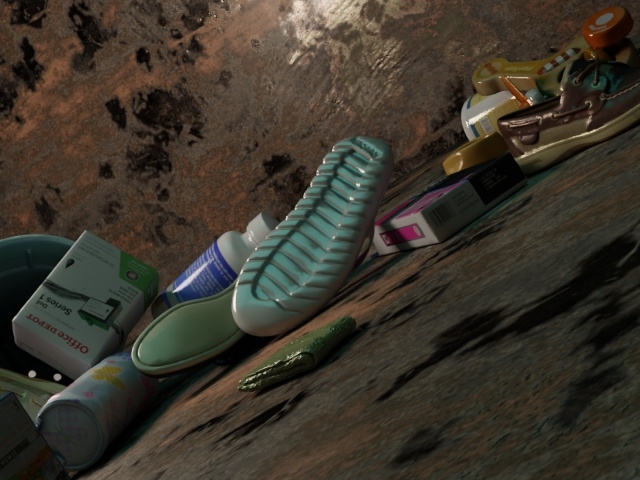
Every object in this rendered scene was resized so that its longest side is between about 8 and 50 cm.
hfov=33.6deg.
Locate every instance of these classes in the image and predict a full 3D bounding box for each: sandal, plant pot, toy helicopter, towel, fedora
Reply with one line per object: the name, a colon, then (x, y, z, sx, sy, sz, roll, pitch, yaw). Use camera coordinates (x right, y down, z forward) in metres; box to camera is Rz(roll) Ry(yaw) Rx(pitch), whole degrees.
sandal: (0.012, 0.005, 1.755, 0.169, 0.102, 0.416, 20, 62, 31)
plant pot: (-0.535, 0.217, 2.017, 0.341, 0.341, 0.334, -34, -19, -27)
toy helicopter: (0.396, -0.280, 1.879, 0.235, 0.140, 0.355, -49, 31, -21)
towel: (-0.028, 0.141, 1.299, 0.148, 0.027, 0.110, -31, 3, 42)
fedora: (0.291, -0.145, 1.955, 0.194, 0.079, 0.194, -33, 3, 2)

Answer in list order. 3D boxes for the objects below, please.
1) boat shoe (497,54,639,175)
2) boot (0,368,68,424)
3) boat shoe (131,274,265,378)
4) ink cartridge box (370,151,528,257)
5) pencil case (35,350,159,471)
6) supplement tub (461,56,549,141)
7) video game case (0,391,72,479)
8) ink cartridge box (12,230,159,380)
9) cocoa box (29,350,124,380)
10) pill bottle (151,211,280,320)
boat shoe: (0.403, -0.214, 1.581, 0.123, 0.123, 0.342, -36, 5, -41)
boot: (-0.514, 0.299, 1.719, 0.077, 0.213, 0.165, 106, 175, -53)
boat shoe: (-0.161, 0.147, 1.759, 0.340, 0.127, 0.113, -37, -34, -34)
ink cartridge box: (0.189, -0.050, 1.755, 0.176, 0.069, 0.371, -34, 2, -14)
pencil case: (-0.349, 0.268, 1.688, 0.273, 0.113, 0.124, -49, -27, -74)
supplement tub: (0.392, -0.258, 2.081, 0.199, 0.144, 0.144, -29, 5, 42)
video game case: (-0.336, 0.262, 1.210, 0.015, 0.166, 0.119, -32, 4, 13)
ink cartridge box: (-0.407, 0.117, 1.851, 0.219, 0.160, 0.092, -58, -8, -32)
cocoa box: (-0.643, 0.254, 2.473, 0.231, 0.347, 0.228, -31, 4, 25)
pill bottle: (-0.163, 0.080, 1.919, 0.272, 0.152, 0.152, -43, 2, 12)
